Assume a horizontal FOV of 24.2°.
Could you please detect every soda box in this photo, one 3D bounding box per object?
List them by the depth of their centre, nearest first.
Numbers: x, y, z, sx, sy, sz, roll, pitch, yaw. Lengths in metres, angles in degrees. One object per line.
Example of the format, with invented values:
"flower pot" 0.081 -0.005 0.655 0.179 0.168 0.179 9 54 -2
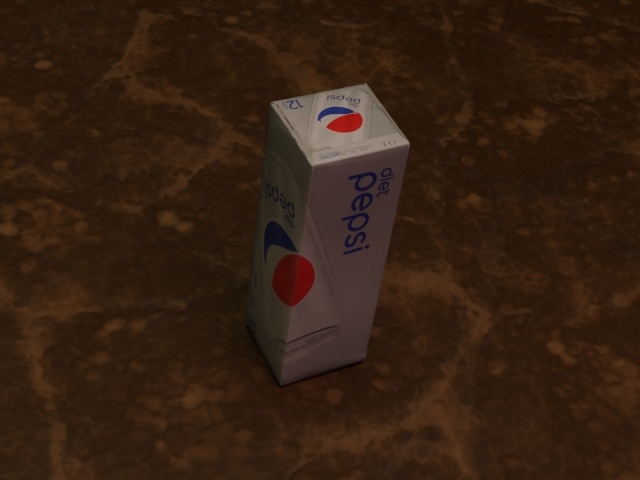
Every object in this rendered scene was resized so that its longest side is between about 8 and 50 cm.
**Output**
"soda box" 0.000 0.000 1.362 0.098 0.286 0.091 -14 49 -23
